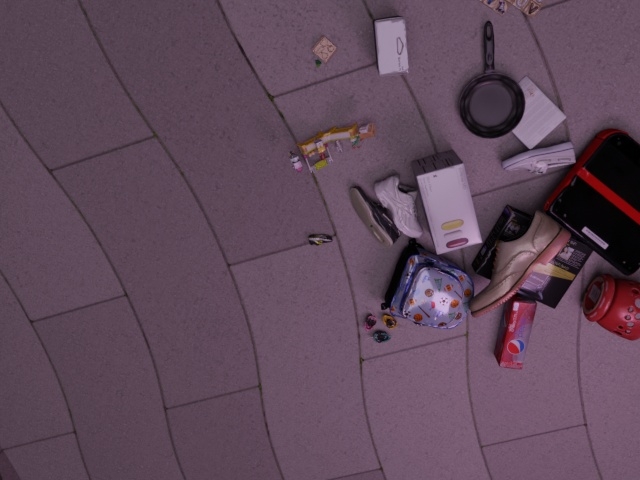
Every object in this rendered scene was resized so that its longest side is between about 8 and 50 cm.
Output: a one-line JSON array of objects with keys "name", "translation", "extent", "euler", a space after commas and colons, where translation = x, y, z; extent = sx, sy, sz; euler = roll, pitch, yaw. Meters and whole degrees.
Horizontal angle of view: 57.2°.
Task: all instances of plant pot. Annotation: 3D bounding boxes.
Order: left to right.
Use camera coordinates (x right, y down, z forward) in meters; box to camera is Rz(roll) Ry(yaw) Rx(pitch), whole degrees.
[{"name": "plant pot", "translation": [0.980, 0.215, 1.942], "extent": [0.174, 0.191, 0.191], "euler": [19, 111, 3]}]

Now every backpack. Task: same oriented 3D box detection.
[{"name": "backpack", "translation": [0.375, 0.169, 1.958], "extent": [0.263, 0.213, 0.277], "euler": [16, 108, -14]}]

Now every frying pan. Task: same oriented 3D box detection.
[{"name": "frying pan", "translation": [0.492, -0.467, 1.787], "extent": [0.197, 0.053, 0.326], "euler": [-26, 97, 14]}]

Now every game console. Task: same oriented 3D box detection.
[{"name": "game console", "translation": [0.946, -0.123, 1.855], "extent": [0.386, 0.060, 0.342], "euler": [35, 99, -9]}]

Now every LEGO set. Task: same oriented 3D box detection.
[{"name": "LEGO set", "translation": [0.043, -0.285, 1.849], "extent": [0.286, 0.132, 0.107], "euler": [-20, 117, 4]}]

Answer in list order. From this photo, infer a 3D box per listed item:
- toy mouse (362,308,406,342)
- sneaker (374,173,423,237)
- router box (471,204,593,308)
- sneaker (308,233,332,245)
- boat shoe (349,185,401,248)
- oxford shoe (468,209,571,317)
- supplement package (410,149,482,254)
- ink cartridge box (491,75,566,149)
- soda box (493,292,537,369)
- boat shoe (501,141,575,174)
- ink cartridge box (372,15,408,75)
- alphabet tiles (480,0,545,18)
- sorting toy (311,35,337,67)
[{"name": "toy mouse", "translation": [0.203, 0.315, 2.107], "extent": [0.161, 0.031, 0.143], "euler": [41, 107, -11]}, {"name": "sneaker", "translation": [0.277, -0.112, 1.902], "extent": [0.115, 0.090, 0.232], "euler": [-31, 107, 27]}, {"name": "router box", "translation": [0.700, 0.056, 1.953], "extent": [0.308, 0.081, 0.243], "euler": [24, 110, -6]}, {"name": "sneaker", "translation": [0.000, 0.000, 2.005], "extent": [0.083, 0.031, 0.035], "euler": [4, 124, 6]}, {"name": "boat shoe", "translation": [0.180, -0.087, 1.946], "extent": [0.079, 0.084, 0.233], "euler": [-40, 99, -23]}, {"name": "oxford shoe", "translation": [0.597, 0.076, 1.867], "extent": [0.146, 0.140, 0.397], "euler": [43, 101, 5]}, {"name": "supplement package", "translation": [0.391, -0.124, 1.839], "extent": [0.145, 0.204, 0.262], "euler": [-16, 108, 9]}, {"name": "ink cartridge box", "translation": [0.643, -0.393, 1.821], "extent": [0.145, 0.045, 0.179], "euler": [-44, 84, 18]}, {"name": "soda box", "translation": [0.676, 0.312, 2.044], "extent": [0.083, 0.092, 0.264], "euler": [6, 110, 1]}, {"name": "boat shoe", "translation": [0.684, -0.244, 1.831], "extent": [0.226, 0.083, 0.076], "euler": [-16, 83, 9]}, {"name": "ink cartridge box", "translation": [0.200, -0.560, 1.684], "extent": [0.086, 0.208, 0.153], "euler": [-5, 110, 6]}, {"name": "alphabet tiles", "translation": [0.556, -0.758, 1.695], "extent": [0.237, 0.009, 0.198], "euler": [30, 109, -7]}, {"name": "sorting toy", "translation": [0.004, -0.573, 1.795], "extent": [0.062, 0.012, 0.083], "euler": [38, 105, -15]}]
